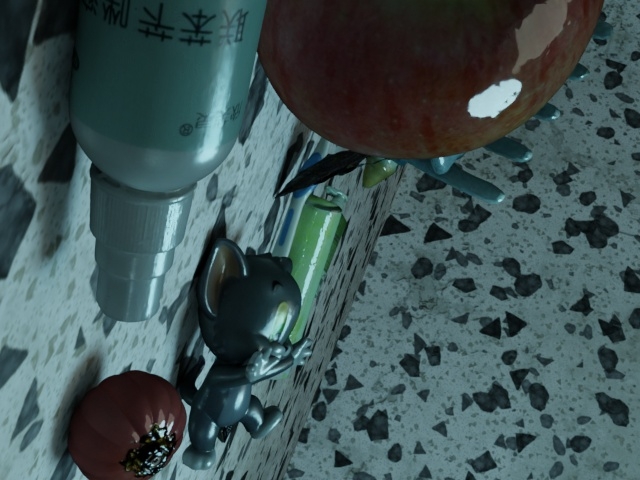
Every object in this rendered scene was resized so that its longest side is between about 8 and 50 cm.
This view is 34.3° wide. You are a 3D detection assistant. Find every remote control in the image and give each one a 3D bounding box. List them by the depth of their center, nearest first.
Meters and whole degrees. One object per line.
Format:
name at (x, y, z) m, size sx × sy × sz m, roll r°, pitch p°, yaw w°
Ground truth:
remote control at (-0.144, 0.280, 1.657) m, size 0.091 × 0.016 × 0.034 m, roll -63°, pitch 154°, yaw -47°

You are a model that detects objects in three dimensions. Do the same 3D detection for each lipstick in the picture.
lipstick at (-0.040, 0.074, 1.669) m, size 0.076 × 0.076 × 0.304 m, roll -44°, pitch 152°, yaw -74°

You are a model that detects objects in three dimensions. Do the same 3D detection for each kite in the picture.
kite at (0.070, -0.116, 1.402) m, size 0.152 × 0.285 × 0.015 m, roll -44°, pitch 116°, yaw -48°

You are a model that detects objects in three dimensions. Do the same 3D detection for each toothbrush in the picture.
toothbrush at (-0.019, -0.086, 1.550) m, size 0.040 × 0.040 × 0.386 m, roll 25°, pitch 84°, yaw -83°

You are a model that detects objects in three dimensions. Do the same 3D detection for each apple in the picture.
apple at (0.090, -0.232, 0.905) m, size 0.269 × 0.344 × 0.345 m, roll 81°, pitch 29°, yaw -68°

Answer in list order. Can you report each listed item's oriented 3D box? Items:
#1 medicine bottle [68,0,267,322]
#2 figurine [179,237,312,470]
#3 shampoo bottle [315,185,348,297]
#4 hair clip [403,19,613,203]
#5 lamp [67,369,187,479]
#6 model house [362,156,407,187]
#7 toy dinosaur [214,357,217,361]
medicine bottle at (-0.100, -0.101, 0.647) m, size 0.110 × 0.110 × 0.352 m, roll -59°, pitch 166°, yaw -59°
figurine at (-0.092, 0.135, 1.226) m, size 0.193 × 0.140 × 0.265 m, roll 3°, pitch 121°, yaw -59°
shampoo bottle at (0.000, 0.000, 1.836) m, size 0.065 × 0.065 × 0.204 m, roll 94°, pitch 17°, yaw -64°
hair clip at (0.168, -0.236, 1.180) m, size 0.238 × 0.392 × 0.318 m, roll 38°, pitch 83°, yaw -45°
lamp at (-0.167, 0.164, 0.901) m, size 0.107 × 0.092 × 0.107 m, roll -27°, pitch 137°, yaw -28°
model house at (0.129, -0.247, 1.842) m, size 0.325 × 0.194 × 0.267 m, roll -59°, pitch 179°, yaw 19°
toy dinosaur at (-0.097, 0.150, 1.424) m, size 0.045 × 0.080 × 0.197 m, roll 1°, pitch 108°, yaw -79°
